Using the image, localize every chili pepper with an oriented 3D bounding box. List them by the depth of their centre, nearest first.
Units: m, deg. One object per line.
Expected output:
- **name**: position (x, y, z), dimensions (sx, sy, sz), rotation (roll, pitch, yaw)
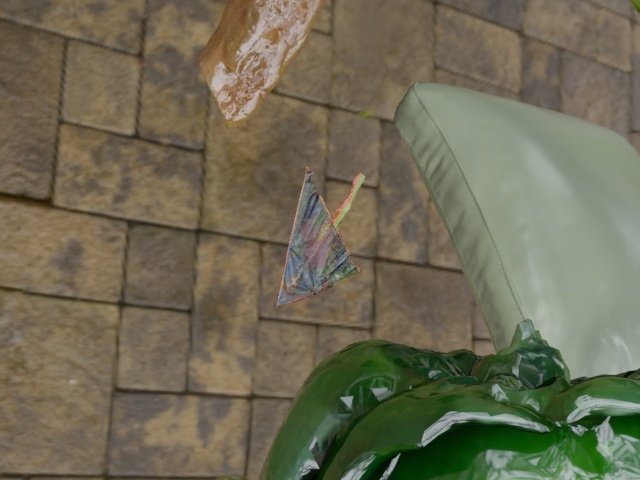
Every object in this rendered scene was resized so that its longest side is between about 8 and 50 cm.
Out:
- **chili pepper**: position (0.048, 0.218, 0.399), dimensions (0.213, 0.167, 0.385), rotation (6, 87, 4)

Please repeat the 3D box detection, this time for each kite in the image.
- **kite**: position (0.000, 0.000, 1.121), dimensions (0.159, 0.010, 0.190), rotation (-53, 149, -19)

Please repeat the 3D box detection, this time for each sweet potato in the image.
- **sweet potato**: position (-0.052, -0.233, 1.209), dimensions (0.097, 0.097, 0.252), rotation (23, 104, -37)

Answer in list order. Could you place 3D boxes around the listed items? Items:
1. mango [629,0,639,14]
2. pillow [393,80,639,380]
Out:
- **mango**: position (0.197, -0.148, 0.562), dimensions (0.089, 0.163, 0.117), rotation (26, 106, -38)
- **pillow**: position (0.205, 0.011, 0.934), dimensions (0.255, 0.120, 0.322), rotation (10, 44, -33)
